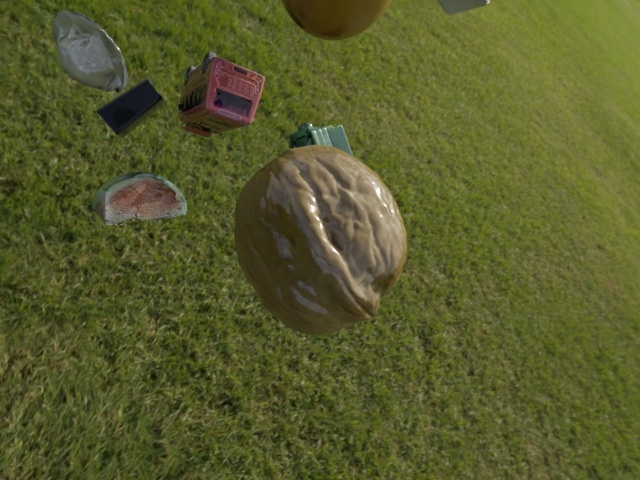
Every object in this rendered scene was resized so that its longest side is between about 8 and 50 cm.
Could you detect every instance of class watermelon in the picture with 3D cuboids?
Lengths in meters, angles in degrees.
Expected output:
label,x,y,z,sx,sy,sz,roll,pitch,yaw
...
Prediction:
label,x,y,z,sx,sy,sz,roll,pitch,yaw
watermelon,-0.625,-0.150,1.553,0.305,0.224,0.180,-9,90,-43

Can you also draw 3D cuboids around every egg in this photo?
label,x,y,z,sx,sy,sz,roll,pitch,yaw
egg,0.040,-0.559,0.907,0.250,0.322,0.250,0,90,-18

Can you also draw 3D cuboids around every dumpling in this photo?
label,x,y,z,sx,sy,sz,roll,pitch,yaw
dumpling,-0.584,-0.476,1.098,0.247,0.172,0.142,32,43,8

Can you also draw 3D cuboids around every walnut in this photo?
label,x,y,z,sx,sy,sz,roll,pitch,yaw
walnut,0.000,0.000,0.754,0.277,0.252,0.313,-32,87,-24

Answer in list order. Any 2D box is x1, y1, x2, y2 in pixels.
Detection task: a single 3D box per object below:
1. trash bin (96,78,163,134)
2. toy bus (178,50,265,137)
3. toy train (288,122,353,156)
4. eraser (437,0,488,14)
label,x,y,z,sx,sy,sz,roll,pitch,yaw
trash bin,-0.739,-0.522,1.735,0.225,0.165,0.115,-41,105,-7
toy bus,-0.379,-0.518,1.618,0.203,0.427,0.233,13,90,-31
toy train,0.032,-0.211,1.366,0.178,0.138,0.330,-27,103,-32
eraser,0.412,-0.864,1.348,0.331,0.150,0.331,11,78,-62
